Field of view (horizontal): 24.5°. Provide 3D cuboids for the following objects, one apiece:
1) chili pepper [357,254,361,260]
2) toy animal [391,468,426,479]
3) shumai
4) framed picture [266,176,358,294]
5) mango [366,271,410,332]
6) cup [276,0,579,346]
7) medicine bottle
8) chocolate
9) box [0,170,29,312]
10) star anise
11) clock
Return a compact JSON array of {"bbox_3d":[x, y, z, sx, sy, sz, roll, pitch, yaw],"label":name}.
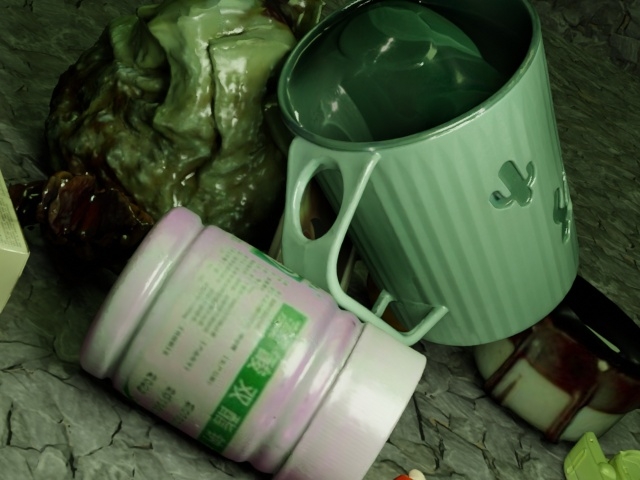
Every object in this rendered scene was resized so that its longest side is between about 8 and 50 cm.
[{"bbox_3d":[-0.019,-0.038,2.090,0.264,0.116,0.148,23,26,11],"label":"chili pepper"},{"bbox_3d":[0.084,0.323,1.491,0.171,0.171,0.198,42,35,23],"label":"toy animal"},{"bbox_3d":[-0.154,-0.198,1.883,0.395,0.348,0.395,8,53,-11],"label":"shumai"},{"bbox_3d":[0.000,0.000,1.860,0.020,0.211,0.289,0,45,19],"label":"framed picture"},{"bbox_3d":[0.164,0.049,2.093,0.177,0.120,0.295,6,17,16],"label":"mango"},{"bbox_3d":[0.111,-0.072,1.786,0.310,0.401,0.392,52,-11,50],"label":"cup"},{"bbox_3d":[-0.074,0.130,1.598,0.325,0.212,0.212,32,25,0],"label":"medicine bottle"},{"bbox_3d":[0.326,0.163,2.014,0.283,0.186,0.283,36,13,-9],"label":"chocolate"},{"bbox_3d":[-0.432,-0.028,1.623,0.168,0.095,0.212,15,28,-34],"label":"box"},{"bbox_3d":[-0.286,-0.021,1.740,0.190,0.126,0.220,36,2,10],"label":"star anise"},{"bbox_3d":[0.437,0.346,1.933,0.232,0.069,0.170,20,27,-22],"label":"clock"}]
